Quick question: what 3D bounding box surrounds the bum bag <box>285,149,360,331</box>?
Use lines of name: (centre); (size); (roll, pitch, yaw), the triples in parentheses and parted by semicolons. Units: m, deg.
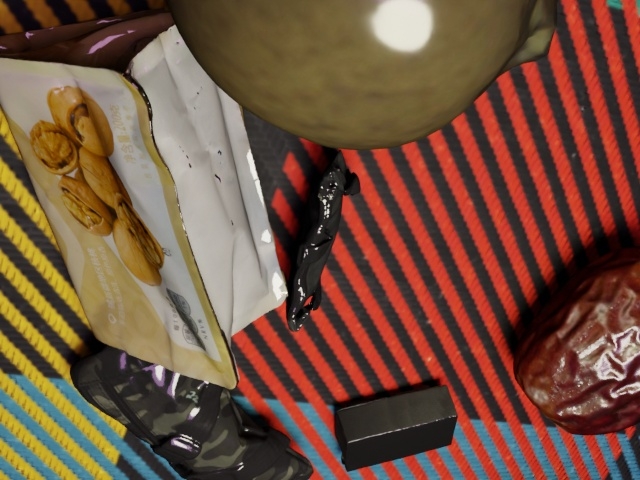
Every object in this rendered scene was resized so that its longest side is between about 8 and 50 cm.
bum bag: (0.000, 0.000, 0.810); (0.049, 0.087, 0.197); (15, 114, -3)

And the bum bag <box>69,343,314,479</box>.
bum bag: (-0.131, 0.218, 0.898); (0.144, 0.095, 0.340); (-24, 123, 17)

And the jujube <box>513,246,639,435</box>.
jujube: (0.349, 0.118, 0.929); (0.243, 0.183, 0.183); (-44, 121, 10)

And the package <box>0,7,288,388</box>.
package: (-0.141, -0.049, 0.726); (0.165, 0.221, 0.311); (-41, 131, -39)

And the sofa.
sofa: (0.092, 0.231, 0.998); (0.147, 0.060, 0.085); (-13, 139, -8)

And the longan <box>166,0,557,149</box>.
longan: (0.036, -0.213, 0.573); (0.319, 0.319, 0.319); (-7, 121, -12)
